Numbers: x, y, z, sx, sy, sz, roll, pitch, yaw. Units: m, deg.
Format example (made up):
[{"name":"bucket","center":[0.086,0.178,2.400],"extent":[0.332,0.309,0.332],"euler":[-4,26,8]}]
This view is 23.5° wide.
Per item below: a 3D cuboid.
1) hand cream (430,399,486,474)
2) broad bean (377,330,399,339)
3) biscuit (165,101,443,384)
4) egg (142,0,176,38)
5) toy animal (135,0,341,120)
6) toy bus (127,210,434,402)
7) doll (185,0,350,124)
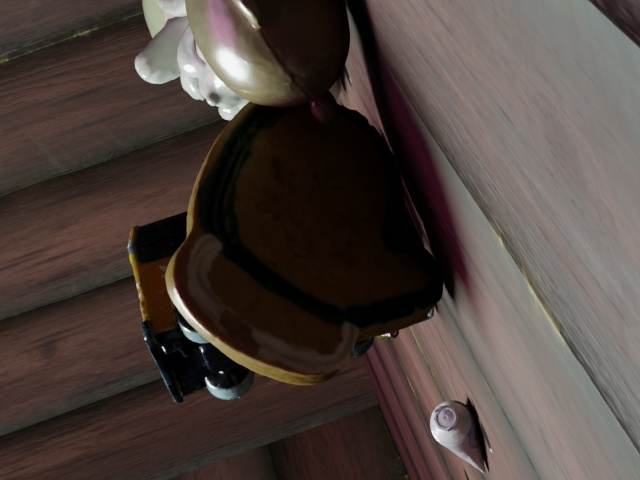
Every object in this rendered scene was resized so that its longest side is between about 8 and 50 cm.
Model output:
[{"name":"hand cream","center":[0.167,0.225,1.819],"extent":[0.142,0.053,0.084],"euler":[42,-155,-61]},{"name":"broad bean","center":[0.054,-0.004,1.671],"extent":[0.052,0.053,0.256],"euler":[21,-127,-37]},{"name":"biscuit","center":[0.001,-0.001,1.562],"extent":[0.057,0.287,0.343],"euler":[-43,19,49]},{"name":"egg","center":[-0.150,-0.349,2.235],"extent":[0.269,0.219,0.219],"euler":[-115,6,-47]},{"name":"toy animal","center":[-0.092,-0.246,1.891],"extent":[0.272,0.206,0.265],"euler":[34,172,-4]},{"name":"toy bus","center":[-0.048,0.042,1.786],"extent":[0.162,0.323,0.194],"euler":[73,178,-52]},{"name":"doll","center":[-0.077,-0.273,1.579],"extent":[0.235,0.174,0.330],"euler":[53,-171,-48]}]
